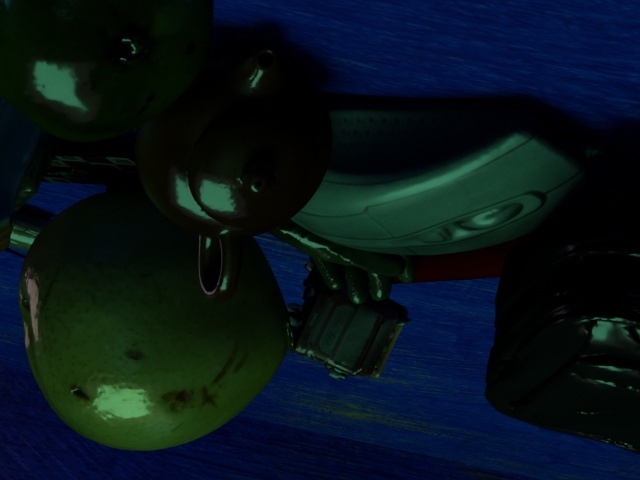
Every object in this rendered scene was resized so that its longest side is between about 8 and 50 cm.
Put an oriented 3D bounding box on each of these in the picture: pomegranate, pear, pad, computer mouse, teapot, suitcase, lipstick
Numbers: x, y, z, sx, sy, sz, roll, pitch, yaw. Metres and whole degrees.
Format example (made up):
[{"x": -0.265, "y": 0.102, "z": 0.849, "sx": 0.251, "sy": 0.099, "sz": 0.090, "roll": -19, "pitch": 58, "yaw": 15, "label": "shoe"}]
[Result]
[{"x": -0.184, "y": -0.176, "z": 1.093, "sx": 0.187, "sy": 0.187, "sz": 0.225, "roll": 25, "pitch": -176, "yaw": -40, "label": "pomegranate"}, {"x": -0.194, "y": 0.086, "z": 1.701, "sx": 0.309, "sy": 0.309, "sz": 0.309, "roll": 11, "pitch": 165, "yaw": 3, "label": "pear"}, {"x": -0.157, "y": -0.051, "z": 1.748, "sx": 0.190, "sy": 0.004, "sz": 0.127, "roll": 7, "pitch": 171, "yaw": -8, "label": "pad"}, {"x": 0.090, "y": -0.053, "z": 1.411, "sx": 0.371, "sy": 0.122, "sz": 0.188, "roll": -1, "pitch": 161, "yaw": 31, "label": "computer mouse"}, {"x": -0.074, "y": -0.057, "z": 1.308, "sx": 0.178, "sy": 0.252, "sz": 0.135, "roll": 3, "pitch": -156, "yaw": -18, "label": "teapot"}, {"x": 0.350, "y": 0.091, "z": 1.382, "sx": 0.345, "sy": 0.188, "sz": 0.339, "roll": 18, "pitch": 158, "yaw": -7, "label": "suitcase"}, {"x": 0.151, "y": 0.011, "z": 1.676, "sx": 0.073, "sy": 0.073, "sz": 0.279, "roll": 23, "pitch": 161, "yaw": -35, "label": "lipstick"}]

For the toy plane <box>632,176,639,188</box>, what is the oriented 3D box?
[{"x": 0.302, "y": -0.036, "z": 1.442, "sx": 0.102, "sy": 0.040, "sz": 0.111, "roll": 2, "pitch": 163, "yaw": -3, "label": "toy plane"}]

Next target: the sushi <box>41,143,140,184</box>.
[{"x": -0.272, "y": -0.093, "z": 1.686, "sx": 0.201, "sy": 0.031, "sz": 0.139, "roll": 3, "pitch": 170, "yaw": 22, "label": "sushi"}]

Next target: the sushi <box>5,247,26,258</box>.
[{"x": -0.538, "y": -0.005, "z": 2.087, "sx": 0.279, "sy": 0.043, "sz": 0.192, "roll": 26, "pitch": 176, "yaw": -41, "label": "sushi"}]

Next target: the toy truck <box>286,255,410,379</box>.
[{"x": 0.029, "y": 0.093, "z": 1.838, "sx": 0.135, "sy": 0.114, "sz": 0.270, "roll": 24, "pitch": -174, "yaw": -3, "label": "toy truck"}]

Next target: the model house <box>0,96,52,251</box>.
[{"x": -0.477, "y": -0.013, "z": 1.474, "sx": 0.360, "sy": 0.339, "sz": 0.297, "roll": 17, "pitch": 155, "yaw": -10, "label": "model house"}]

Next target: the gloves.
[{"x": 0.004, "y": -0.013, "z": 1.612, "sx": 0.268, "sy": 0.107, "sz": 0.135, "roll": 32, "pitch": -179, "yaw": -36, "label": "gloves"}]

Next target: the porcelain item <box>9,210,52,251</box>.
[{"x": -0.468, "y": -0.037, "z": 2.001, "sx": 0.213, "sy": 0.054, "sz": 0.084, "roll": 20, "pitch": 163, "yaw": -26, "label": "porcelain item"}]
